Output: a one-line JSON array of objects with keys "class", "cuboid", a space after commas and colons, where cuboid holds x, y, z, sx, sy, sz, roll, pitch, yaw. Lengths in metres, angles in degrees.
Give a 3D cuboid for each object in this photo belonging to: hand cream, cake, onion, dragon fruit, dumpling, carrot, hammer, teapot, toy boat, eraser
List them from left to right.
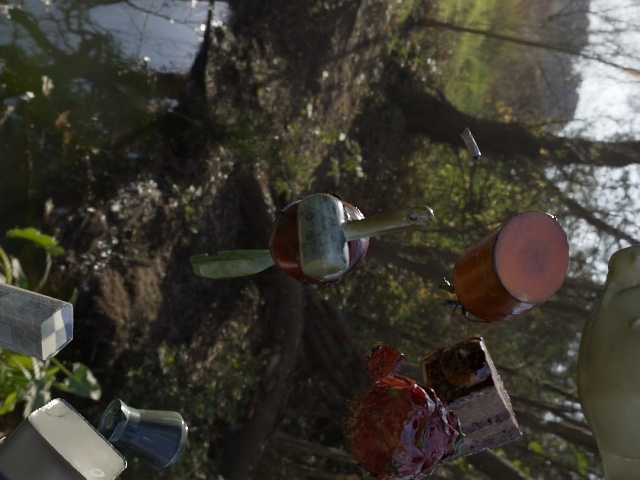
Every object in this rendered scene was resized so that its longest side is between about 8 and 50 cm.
[{"class": "eraser", "cuboid": [-0.716, 0.136, 1.375, 0.096, 0.403, 0.098, -53, 154, -62]}, {"class": "teapot", "cuboid": [-0.530, 0.561, 1.940, 0.225, 0.203, 0.171, 32, 60, -31]}, {"class": "toy boat", "cuboid": [-0.286, 0.075, 2.148, 0.055, 0.292, 0.093, -79, 161, -60]}, {"class": "onion", "cuboid": [0.000, 0.000, 1.782, 0.276, 0.276, 0.276, 12, 90, -80]}, {"class": "hammer", "cuboid": [0.100, -0.026, 1.472, 0.113, 0.305, 0.202, 64, 18, -63]}, {"class": "dragon fruit", "cuboid": [0.153, 0.342, 1.791, 0.083, 0.106, 0.162, -32, 154, -29]}, {"class": "dragon fruit", "cuboid": [0.168, 0.427, 1.477, 0.244, 0.298, 0.245, 15, 67, -40]}, {"class": "cake", "cuboid": [0.363, 0.382, 1.678, 0.196, 0.198, 0.293, -91, 156, -51]}, {"class": "hand cream", "cuboid": [0.381, -0.242, 1.676, 0.030, 0.019, 0.093, -46, -129, 44]}, {"class": "carrot", "cuboid": [0.406, 0.089, 1.499, 0.331, 0.193, 0.214, 134, -39, -64]}, {"class": "dumpling", "cuboid": [0.537, 0.187, 0.951, 0.233, 0.315, 0.395, 40, 51, -50]}]

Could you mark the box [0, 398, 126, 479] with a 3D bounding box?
[{"class": "box", "cuboid": [-0.503, 0.430, 1.277, 0.135, 0.243, 0.163, -49, 176, 12]}]
